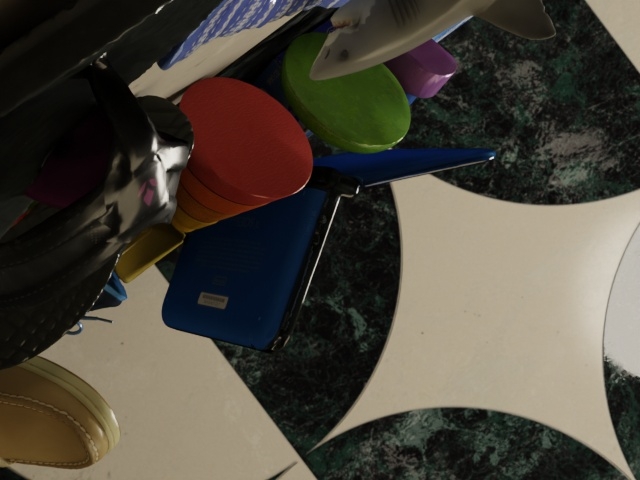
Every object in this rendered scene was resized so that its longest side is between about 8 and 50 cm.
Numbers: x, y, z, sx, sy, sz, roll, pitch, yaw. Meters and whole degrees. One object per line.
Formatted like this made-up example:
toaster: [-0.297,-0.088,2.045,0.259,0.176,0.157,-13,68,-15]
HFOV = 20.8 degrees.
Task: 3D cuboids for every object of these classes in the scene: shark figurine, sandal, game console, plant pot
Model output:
shark figurine: [0.120,-0.182,1.134,0.166,0.116,0.278,-39,180,-33]
sandal: [-0.148,-0.019,0.902,0.167,0.107,0.446,-37,180,-35]
game console: [0.000,0.000,1.692,0.293,0.173,0.250,5,-105,66]
plant pot: [-0.196,-0.013,1.760,0.081,0.081,0.083,-37,174,0]

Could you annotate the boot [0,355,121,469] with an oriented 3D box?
boot: [-0.292,0.163,1.231,0.262,0.095,0.203,9,-139,24]

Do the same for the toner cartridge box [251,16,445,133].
toner cartridge box: [0.085,-0.224,1.756,0.348,0.075,0.165,-37,179,-19]

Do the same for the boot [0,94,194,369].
boot: [-0.182,0.004,1.293,0.246,0.083,0.161,-49,-177,-13]

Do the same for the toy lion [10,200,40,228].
toy lion: [-0.244,-0.001,1.312,0.100,0.034,0.096,-39,174,-32]

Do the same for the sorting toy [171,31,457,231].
sorting toy: [-0.018,-0.090,1.522,0.365,0.127,0.126,-31,166,-49]

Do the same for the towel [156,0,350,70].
towel: [0.041,-0.207,1.085,0.243,0.040,0.336,-38,180,24]

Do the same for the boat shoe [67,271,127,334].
boat shoe: [-0.260,0.052,1.844,0.089,0.109,0.258,-34,178,-5]
